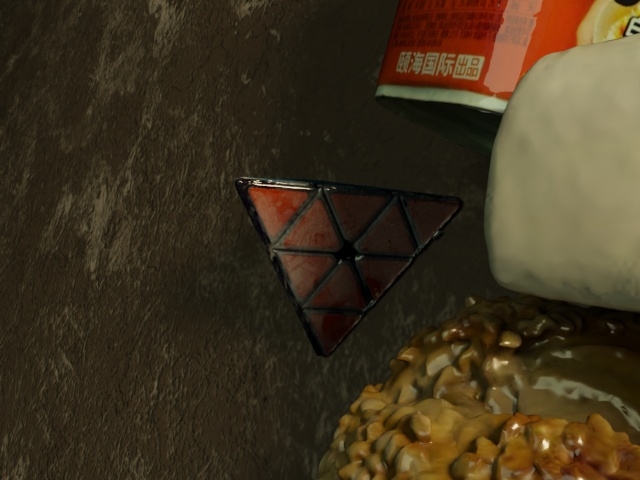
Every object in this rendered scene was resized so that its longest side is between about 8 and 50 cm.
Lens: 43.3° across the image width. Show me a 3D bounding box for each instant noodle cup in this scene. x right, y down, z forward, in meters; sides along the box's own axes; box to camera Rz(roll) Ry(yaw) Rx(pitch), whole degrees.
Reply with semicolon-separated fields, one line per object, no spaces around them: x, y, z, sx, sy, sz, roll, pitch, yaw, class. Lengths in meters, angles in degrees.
0.196;-0.211;0.597;0.294;0.294;0.308;22;93;50;instant noodle cup

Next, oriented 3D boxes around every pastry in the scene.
0.107;0.156;0.470;0.284;0.184;0.315;-9;35;46;pastry

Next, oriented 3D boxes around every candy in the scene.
0.270;-0.028;0.356;0.359;0.208;0.145;0;84;59;candy

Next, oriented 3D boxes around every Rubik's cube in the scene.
0.000;0.000;0.836;0.178;0.211;0.190;-108;29;-66;Rubik's cube
